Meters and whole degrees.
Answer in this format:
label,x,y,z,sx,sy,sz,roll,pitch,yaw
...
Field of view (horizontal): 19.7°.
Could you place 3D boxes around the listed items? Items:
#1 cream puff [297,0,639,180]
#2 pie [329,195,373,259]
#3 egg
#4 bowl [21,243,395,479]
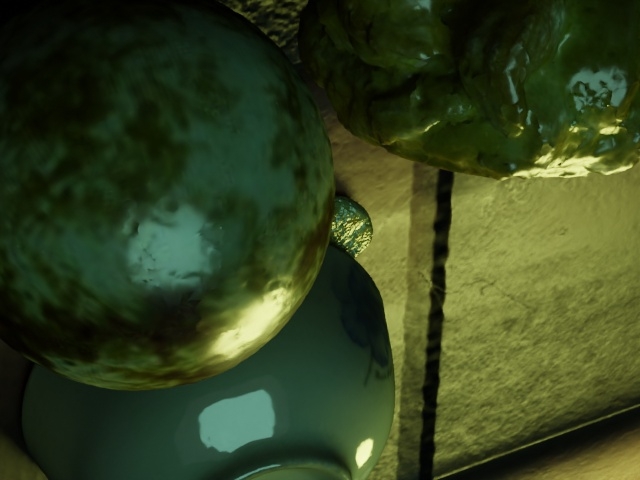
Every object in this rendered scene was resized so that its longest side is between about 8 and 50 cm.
label,x,y,z,sx,sy,sz,roll,pitch,yaw
cream puff,0.110,-0.131,1.137,0.244,0.244,0.196,-21,136,-14
pie,0.000,0.000,1.350,0.085,0.017,0.085,-18,136,-18
egg,-0.109,-0.025,1.104,0.238,0.238,0.289,-26,159,-8
bowl,-0.060,0.146,1.340,0.289,0.146,0.289,-16,139,-15
